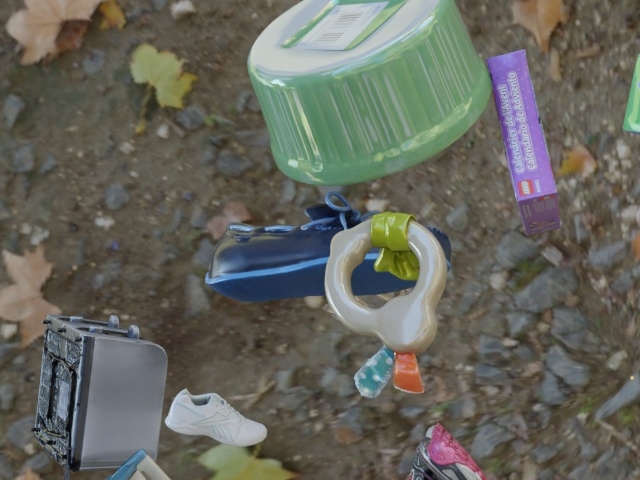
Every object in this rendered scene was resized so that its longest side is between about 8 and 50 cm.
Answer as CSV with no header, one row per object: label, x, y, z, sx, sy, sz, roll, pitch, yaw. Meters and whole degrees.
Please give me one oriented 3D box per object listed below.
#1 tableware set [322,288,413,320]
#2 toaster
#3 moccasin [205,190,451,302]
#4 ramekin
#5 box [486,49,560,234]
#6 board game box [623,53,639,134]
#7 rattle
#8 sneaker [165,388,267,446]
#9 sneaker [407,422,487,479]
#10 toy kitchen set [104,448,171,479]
tableware set,0.046,0.061,1.617,0.141,0.169,0.020,40,129,22
toaster,-0.264,0.184,1.289,0.168,0.110,0.185,9,93,61
moccasin,0.000,0.000,1.395,0.342,0.138,0.116,-4,64,24
ramekin,0.054,-0.218,1.403,0.303,0.303,0.148,-16,123,13
box,0.293,-0.130,1.567,0.057,0.293,0.200,-13,78,11
board game box,0.322,-0.035,0.490,0.214,0.317,0.046,7,100,-24
rattle,0.080,0.083,1.098,0.130,0.142,0.199,-15,62,-2
sneaker,-0.148,0.261,1.612,0.152,0.053,0.061,15,103,-14
sneaker,0.153,0.348,1.439,0.112,0.299,0.121,-28,56,-17
toy kitchen set,-0.261,0.291,1.103,0.207,0.166,0.122,-42,91,3
